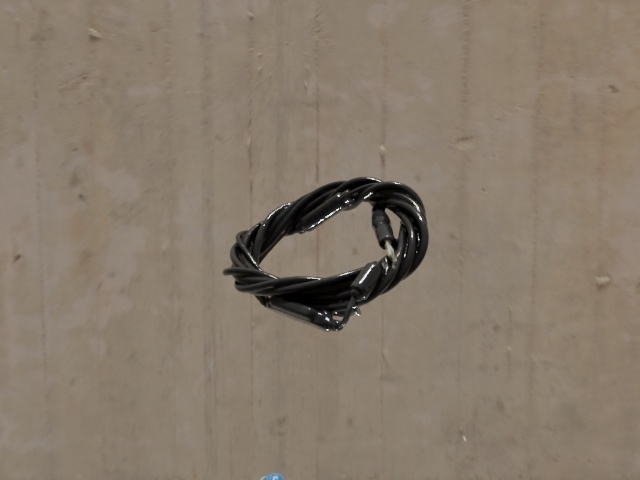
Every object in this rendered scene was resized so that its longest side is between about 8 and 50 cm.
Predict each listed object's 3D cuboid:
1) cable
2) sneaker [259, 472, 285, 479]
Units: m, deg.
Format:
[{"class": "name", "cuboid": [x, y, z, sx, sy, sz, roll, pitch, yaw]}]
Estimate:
[{"class": "cable", "cuboid": [0.000, 0.000, 0.929, 0.150, 0.184, 0.047, -51, -51, -20]}, {"class": "sneaker", "cuboid": [-0.064, 0.245, 0.820, 0.240, 0.126, 0.091, -3, -45, -17]}]
